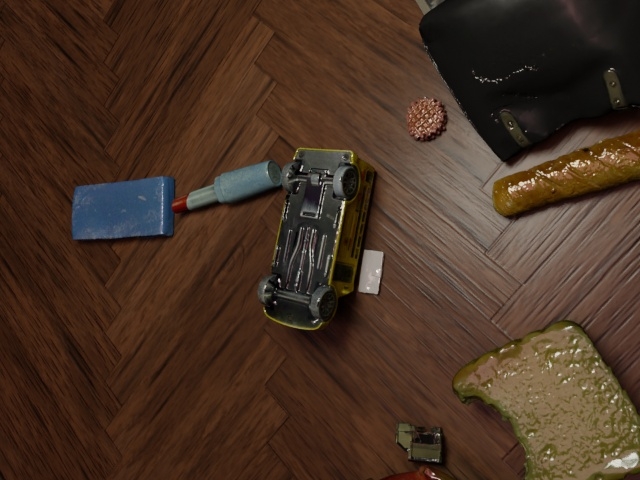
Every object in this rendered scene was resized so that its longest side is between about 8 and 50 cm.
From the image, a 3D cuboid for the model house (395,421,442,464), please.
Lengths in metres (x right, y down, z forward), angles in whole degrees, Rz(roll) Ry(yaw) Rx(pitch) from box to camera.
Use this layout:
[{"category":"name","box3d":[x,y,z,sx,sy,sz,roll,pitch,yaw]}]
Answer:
[{"category":"model house","box3d":[0.173,0.363,1.011,0.083,0.057,0.058,0,112,9]}]

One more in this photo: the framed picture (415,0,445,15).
[{"category":"framed picture","box3d":[0.332,-0.478,1.018,0.315,0.024,0.231,-33,73,22]}]

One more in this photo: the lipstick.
[{"category":"lipstick","box3d":[-0.215,-0.109,1.247,0.274,0.061,0.068,-14,81,26]}]

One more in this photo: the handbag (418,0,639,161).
[{"category":"handbag","box3d":[0.354,-0.298,0.905,0.342,0.152,0.287,-18,95,41]}]

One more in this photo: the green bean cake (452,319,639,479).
[{"category":"green bean cake","box3d":[0.351,0.264,0.882,0.233,0.124,0.236,-33,72,20]}]

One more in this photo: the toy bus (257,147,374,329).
[{"category":"toy bus","box3d":[0.000,0.000,1.076,0.144,0.152,0.329,10,88,33]}]

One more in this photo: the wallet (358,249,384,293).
[{"category":"wallet","box3d":[0.098,0.061,1.097,0.044,0.011,0.083,7,88,28]}]

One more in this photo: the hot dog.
[{"category":"hot dog","box3d":[0.417,-0.106,0.921,0.286,0.061,0.087,-24,86,25]}]

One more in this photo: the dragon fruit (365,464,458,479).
[{"category":"dragon fruit","box3d":[0.165,0.488,0.907,0.315,0.250,0.250,-20,76,11]}]

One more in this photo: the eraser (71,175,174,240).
[{"category":"eraser","box3d":[-0.491,-0.074,1.399,0.312,0.043,0.144,-2,85,27]}]

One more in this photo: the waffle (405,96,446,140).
[{"category":"waffle","box3d":[0.196,-0.228,1.064,0.075,0.029,0.083,0,83,27]}]
